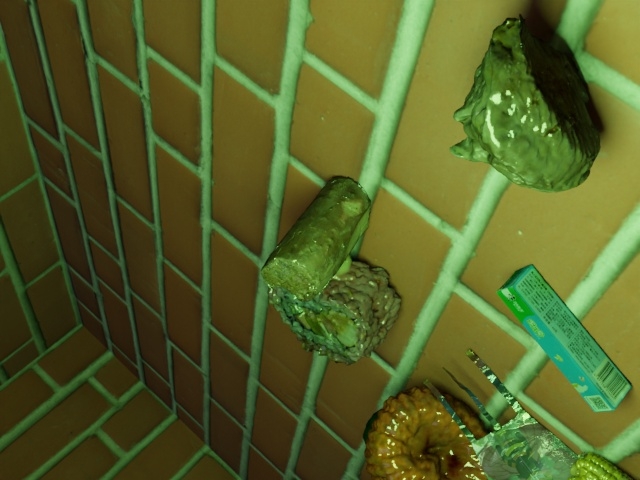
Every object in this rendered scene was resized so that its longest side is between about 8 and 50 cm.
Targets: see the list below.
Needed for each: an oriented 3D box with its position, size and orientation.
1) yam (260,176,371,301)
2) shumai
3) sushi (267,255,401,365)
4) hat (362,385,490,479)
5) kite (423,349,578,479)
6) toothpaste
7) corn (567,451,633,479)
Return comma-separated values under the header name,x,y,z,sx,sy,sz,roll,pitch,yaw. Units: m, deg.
name,x,y,z,sx,sy,sz,roll,pitch,yaw
yam,-0.002,0.000,1.500,0.128,0.238,0.129,1,133,45
shumai,0.233,-0.153,1.021,0.185,0.184,0.218,-15,152,42
sushi,0.034,0.120,1.653,0.270,0.171,0.237,18,138,40
hat,0.198,0.490,1.778,0.285,0.285,0.400,47,155,4
kite,0.367,0.386,1.578,0.204,0.022,0.360,-37,89,22
toothpaste,0.403,0.163,1.307,0.267,0.065,0.050,50,154,-3
corn,0.582,0.484,1.414,0.291,0.101,0.101,25,143,31
